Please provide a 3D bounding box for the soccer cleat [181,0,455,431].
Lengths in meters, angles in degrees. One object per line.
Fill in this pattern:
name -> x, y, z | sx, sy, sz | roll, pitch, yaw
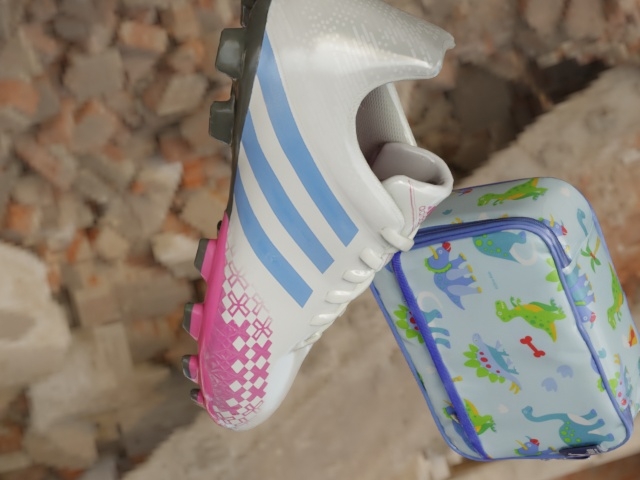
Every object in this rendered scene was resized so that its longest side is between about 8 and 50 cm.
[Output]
soccer cleat -> 0.000, 0.000, 0.995 | 0.143, 0.116, 0.331 | 13, 128, 6

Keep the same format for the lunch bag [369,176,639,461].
lunch bag -> 0.142, 0.066, 1.245 | 0.176, 0.219, 0.090 | -7, -151, 34
